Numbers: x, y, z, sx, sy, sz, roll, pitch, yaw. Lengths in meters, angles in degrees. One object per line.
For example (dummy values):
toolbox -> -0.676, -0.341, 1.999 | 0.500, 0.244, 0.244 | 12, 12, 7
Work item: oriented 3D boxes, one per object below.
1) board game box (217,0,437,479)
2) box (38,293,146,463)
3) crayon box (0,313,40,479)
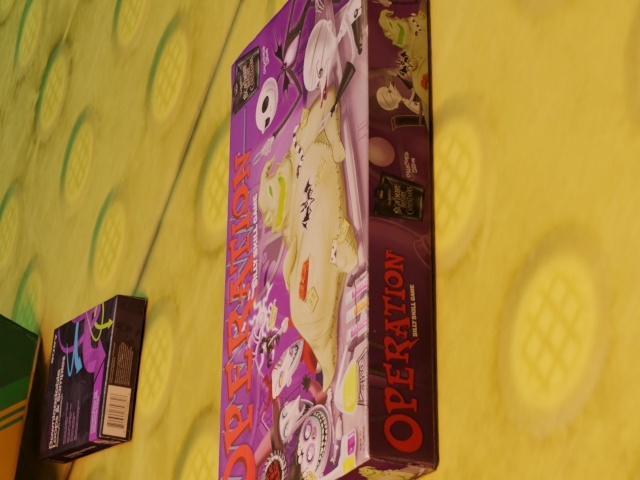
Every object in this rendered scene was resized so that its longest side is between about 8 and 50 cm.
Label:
board game box -> 0.000, 0.000, 1.154 | 0.208, 0.056, 0.346 | 133, 142, -57
box -> -0.187, 0.115, 1.543 | 0.162, 0.029, 0.116 | 151, 127, -62
crayon box -> -0.338, 0.213, 1.631 | 0.203, 0.083, 0.323 | -52, 19, 20
